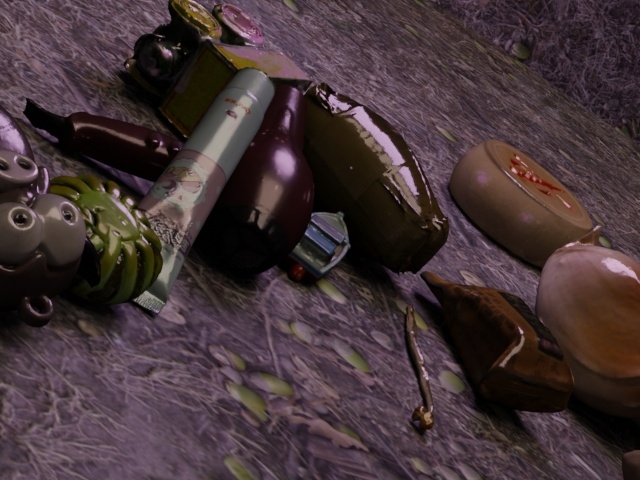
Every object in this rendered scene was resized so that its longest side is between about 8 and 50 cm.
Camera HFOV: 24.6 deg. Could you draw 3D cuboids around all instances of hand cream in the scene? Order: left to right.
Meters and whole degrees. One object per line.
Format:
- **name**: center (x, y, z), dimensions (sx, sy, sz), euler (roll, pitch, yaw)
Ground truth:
- **hand cream**: center (-0.133, -0.059, 1.522), dimensions (0.085, 0.058, 0.331), euler (35, 52, -8)

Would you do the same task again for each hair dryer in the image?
- **hair dryer**: center (-0.166, -0.117, 1.666), dimensions (0.341, 0.123, 0.312), euler (20, 36, -13)

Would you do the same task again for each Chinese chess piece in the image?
- **Chinese chess piece**: center (0.328, -0.059, 2.388), dimensions (0.251, 0.097, 0.251), euler (33, 20, -14)

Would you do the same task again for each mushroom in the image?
- **mushroom**: center (0.113, 0.145, 1.698), dimensions (0.026, 0.028, 0.286), euler (-7, 22, 4)

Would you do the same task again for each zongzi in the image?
- **zongzi**: center (0.098, -0.066, 1.972), dimensions (0.274, 0.145, 0.300), euler (51, 17, 24)

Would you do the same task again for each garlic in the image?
- **garlic**: center (0.437, 0.141, 1.972), dimensions (0.286, 0.249, 0.313), euler (-4, 22, -38)

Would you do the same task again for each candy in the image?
- **candy**: center (0.220, 0.118, 1.825), dimensions (0.143, 0.101, 0.271), euler (21, 19, -24)

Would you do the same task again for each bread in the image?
- **bread**: center (-0.213, -0.004, 1.373), dimensions (0.139, 0.071, 0.130), euler (49, 37, 11)

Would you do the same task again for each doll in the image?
- **doll**: center (-0.290, -0.039, 1.255), dimensions (0.182, 0.117, 0.257), euler (-8, 56, -50)

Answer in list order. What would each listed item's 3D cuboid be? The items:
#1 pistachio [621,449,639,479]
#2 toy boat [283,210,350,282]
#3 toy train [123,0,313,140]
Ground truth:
- **pistachio**: center (0.436, 0.309, 1.739), dimensions (0.124, 0.124, 0.185), euler (14, 24, -47)
- **toy boat**: center (0.000, 0.000, 1.764), dimensions (0.069, 0.058, 0.173), euler (38, 20, 1)
- **toy train**: center (-0.133, -0.219, 1.919), dimensions (0.177, 0.134, 0.261), euler (44, 21, 19)
